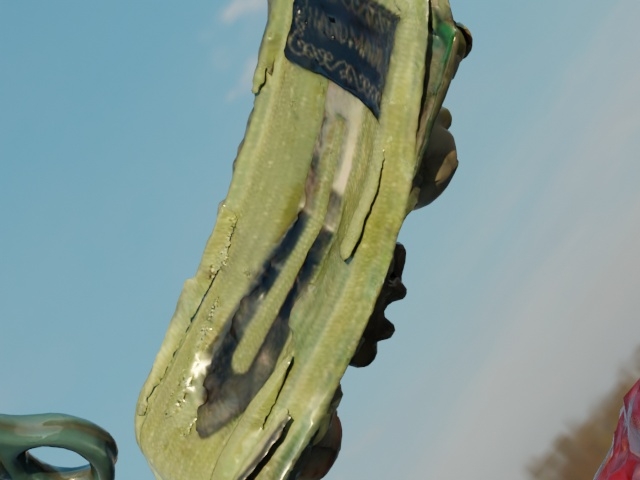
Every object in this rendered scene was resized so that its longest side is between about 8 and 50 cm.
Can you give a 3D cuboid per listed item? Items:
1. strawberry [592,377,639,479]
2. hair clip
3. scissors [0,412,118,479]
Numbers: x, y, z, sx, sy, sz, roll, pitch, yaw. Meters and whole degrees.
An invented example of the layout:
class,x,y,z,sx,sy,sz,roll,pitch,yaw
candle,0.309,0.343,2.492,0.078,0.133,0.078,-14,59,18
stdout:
class,x,y,z,sx,sy,sz,roll,pitch,yaw
strawberry,0.206,0.078,0.469,0.310,0.291,0.292,-22,-12,10
hair clip,0.002,-0.001,0.965,0.091,0.138,0.321,7,-68,-38
scissors,-0.215,0.088,1.046,0.138,0.041,0.289,-11,-31,14
